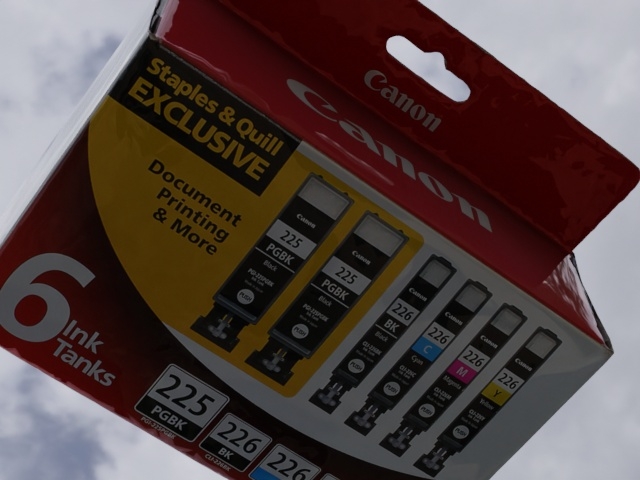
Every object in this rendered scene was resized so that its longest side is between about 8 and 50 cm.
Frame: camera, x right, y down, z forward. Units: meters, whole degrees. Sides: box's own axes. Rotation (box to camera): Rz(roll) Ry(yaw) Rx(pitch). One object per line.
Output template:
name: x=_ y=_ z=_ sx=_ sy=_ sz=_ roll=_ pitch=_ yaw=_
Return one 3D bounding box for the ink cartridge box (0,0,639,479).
ink cartridge box: x=0.000 y=0.000 z=0.724 sx=0.309 sy=0.130 sz=0.272 roll=33 pitch=-68 yaw=-15
